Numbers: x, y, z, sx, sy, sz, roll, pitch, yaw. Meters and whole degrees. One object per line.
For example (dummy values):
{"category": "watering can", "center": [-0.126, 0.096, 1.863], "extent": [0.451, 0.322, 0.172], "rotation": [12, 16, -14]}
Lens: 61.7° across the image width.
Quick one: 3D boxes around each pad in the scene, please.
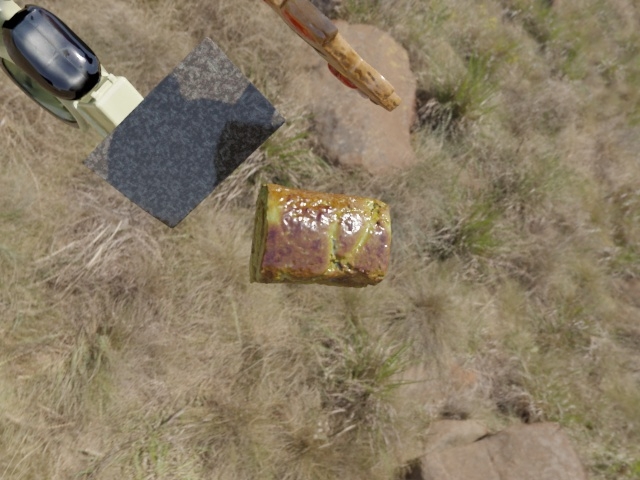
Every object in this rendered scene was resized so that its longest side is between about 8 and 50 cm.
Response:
{"category": "pad", "center": [-0.180, -0.136, 0.732], "extent": [0.158, 0.235, 0.003], "rotation": [43, 8, -34]}

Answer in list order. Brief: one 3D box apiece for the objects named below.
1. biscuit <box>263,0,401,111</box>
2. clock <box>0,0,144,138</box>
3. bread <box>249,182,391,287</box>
{"category": "biscuit", "center": [0.019, -0.215, 0.628], "extent": [0.250, 0.036, 0.165], "rotation": [23, 24, -54]}
{"category": "clock", "center": [-0.427, -0.305, 0.756], "extent": [0.120, 0.276, 0.379], "rotation": [-58, 140, -18]}
{"category": "bread", "center": [0.000, 0.000, 0.699], "extent": [0.172, 0.103, 0.132], "rotation": [6, 91, -18]}
